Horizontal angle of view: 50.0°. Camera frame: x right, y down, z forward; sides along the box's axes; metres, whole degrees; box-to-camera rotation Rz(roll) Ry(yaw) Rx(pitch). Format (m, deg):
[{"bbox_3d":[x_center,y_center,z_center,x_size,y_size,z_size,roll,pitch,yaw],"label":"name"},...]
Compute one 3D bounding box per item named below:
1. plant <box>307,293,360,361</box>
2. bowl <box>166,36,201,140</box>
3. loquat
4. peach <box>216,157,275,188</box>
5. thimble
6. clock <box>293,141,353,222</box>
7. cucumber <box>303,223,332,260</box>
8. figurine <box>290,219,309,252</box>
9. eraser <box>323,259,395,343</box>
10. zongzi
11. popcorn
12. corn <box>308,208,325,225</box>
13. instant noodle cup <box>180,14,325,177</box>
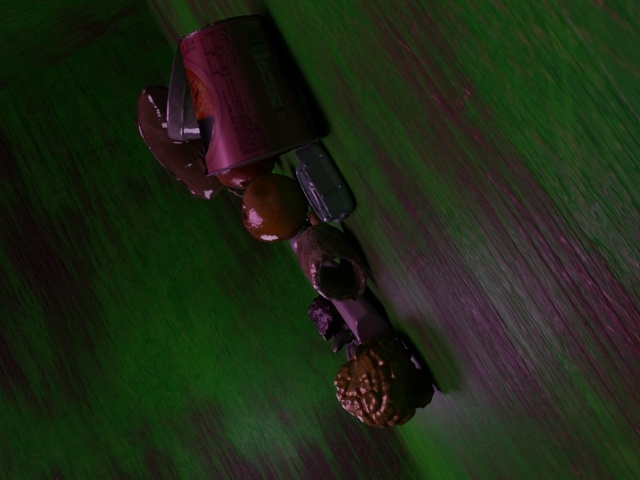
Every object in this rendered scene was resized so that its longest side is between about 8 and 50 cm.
[{"bbox_3d":[0.080,0.287,2.227,0.274,0.149,0.146,51,144,24],"label":"plant"},{"bbox_3d":[-0.361,-0.446,2.074,0.307,0.163,0.307,-170,90,-88],"label":"bowl"},{"bbox_3d":[-0.124,-0.098,1.960,0.213,0.213,0.213,59,173,11],"label":"loquat"},{"bbox_3d":[-0.240,-0.265,2.158,0.214,0.214,0.235,58,-169,22],"label":"peach"},{"bbox_3d":[0.031,0.060,1.654,0.190,0.137,0.143,52,180,-36],"label":"thimble"},{"bbox_3d":[0.006,-0.106,1.443,0.159,0.066,0.211,60,174,11],"label":"clock"},{"bbox_3d":[-0.001,0.000,1.974,0.058,0.058,0.187,64,173,-28],"label":"cucumber"},{"bbox_3d":[-0.062,-0.017,2.268,0.197,0.093,0.147,-115,23,-52],"label":"figurine"},{"bbox_3d":[0.096,0.185,1.869,0.174,0.094,0.270,55,179,-37],"label":"eraser"},{"bbox_3d":[-0.452,-0.292,2.347,0.500,0.218,0.467,54,-179,-12],"label":"zongzi"},{"bbox_3d":[0.163,0.347,1.678,0.251,0.206,0.237,26,-178,-39],"label":"popcorn"},{"bbox_3d":[-0.003,-0.044,1.903,0.092,0.037,0.037,61,174,6],"label":"corn"},{"bbox_3d":[-0.142,-0.270,1.278,0.244,0.243,0.255,-154,45,-79],"label":"instant noodle cup"}]
